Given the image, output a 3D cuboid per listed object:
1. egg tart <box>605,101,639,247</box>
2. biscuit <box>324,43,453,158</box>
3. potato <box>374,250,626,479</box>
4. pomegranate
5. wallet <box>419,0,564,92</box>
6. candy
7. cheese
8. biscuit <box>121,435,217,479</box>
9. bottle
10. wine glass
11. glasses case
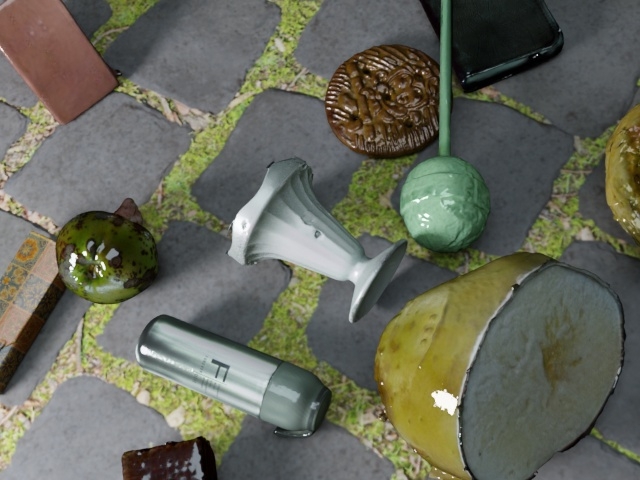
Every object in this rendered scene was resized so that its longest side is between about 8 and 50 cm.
[{"bbox_3d":[0.498,-0.068,1.116,0.290,0.115,0.290,-4,66,8],"label":"egg tart"},{"bbox_3d":[0.099,-0.204,1.273,0.188,0.027,0.188,-2,67,6],"label":"biscuit"},{"bbox_3d":[0.196,0.134,1.032,0.300,0.246,0.196,-28,24,-31],"label":"potato"},{"bbox_3d":[-0.281,0.004,1.184,0.138,0.125,0.163,14,68,0],"label":"pomegranate"},{"bbox_3d":[0.229,-0.380,1.319,0.172,0.045,0.318,-23,67,1],"label":"wallet"},{"bbox_3d":[0.171,-0.191,1.207,0.119,0.119,0.440,0,68,8],"label":"candy"},{"bbox_3d":[-0.415,-0.309,1.304,0.128,0.177,0.203,-36,68,-8],"label":"cheese"},{"bbox_3d":[-0.160,0.423,1.025,0.107,0.073,0.388,-11,66,2],"label":"biscuit"},{"bbox_3d":[-0.113,0.176,1.120,0.254,0.079,0.096,19,109,15],"label":"bottle"},{"bbox_3d":[0.000,0.000,1.135,0.196,0.165,0.165,30,75,14],"label":"wine glass"},{"bbox_3d":[-0.420,0.097,1.206,0.075,0.049,0.218,23,73,16],"label":"glasses case"}]
